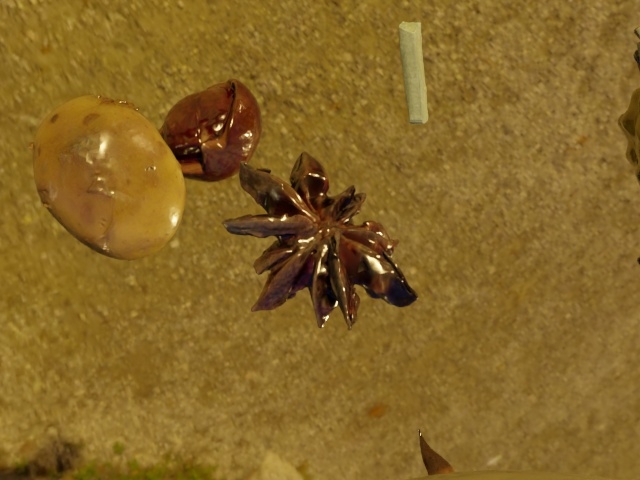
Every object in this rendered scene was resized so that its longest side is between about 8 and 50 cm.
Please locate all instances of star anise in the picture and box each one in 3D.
[{"bbox_3d":[-0.004,0.001,1.100,0.212,0.282,0.129,-50,179,-35],"label":"star anise"}]

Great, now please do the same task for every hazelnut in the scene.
[{"bbox_3d":[-0.191,-0.194,1.522,0.160,0.170,0.202,2,134,-46],"label":"hazelnut"}]

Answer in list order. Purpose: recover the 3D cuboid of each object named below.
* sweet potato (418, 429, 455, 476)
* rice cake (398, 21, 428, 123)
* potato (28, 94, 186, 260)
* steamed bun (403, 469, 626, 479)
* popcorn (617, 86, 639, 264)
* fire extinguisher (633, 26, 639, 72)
[{"bbox_3d":[0.180,0.356,1.242,0.056,0.195,0.056,-14,143,-10],"label":"sweet potato"},{"bbox_3d":[0.153,-0.273,1.425,0.029,0.033,0.171,-38,127,-50],"label":"rice cake"},{"bbox_3d":[-0.214,-0.066,0.876,0.137,0.176,0.137,-44,175,-5],"label":"potato"},{"bbox_3d":[0.050,0.255,0.364,0.455,0.290,0.371,-26,163,3],"label":"steamed bun"},{"bbox_3d":[0.329,-0.047,0.537,0.237,0.293,0.293,-31,140,8],"label":"popcorn"},{"bbox_3d":[0.539,-0.257,1.250,0.268,0.105,0.105,1,130,-35],"label":"fire extinguisher"}]
